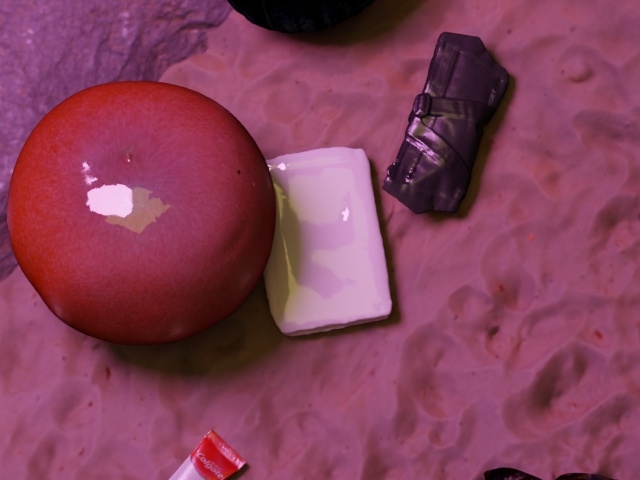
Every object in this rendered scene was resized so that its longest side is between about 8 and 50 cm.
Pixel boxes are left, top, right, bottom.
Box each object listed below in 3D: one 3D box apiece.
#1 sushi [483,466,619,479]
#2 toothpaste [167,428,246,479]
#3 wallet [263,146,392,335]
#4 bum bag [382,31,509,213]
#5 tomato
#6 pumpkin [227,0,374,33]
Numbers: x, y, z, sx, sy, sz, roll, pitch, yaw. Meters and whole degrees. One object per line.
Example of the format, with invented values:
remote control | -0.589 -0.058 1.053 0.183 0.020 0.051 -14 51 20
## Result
sushi | 0.253 0.275 1.514 0.226 0.103 0.097 8 50 7
toothpaste | -0.154 0.265 1.570 0.048 0.031 0.190 42 79 14
wallet | 0.000 0.000 1.624 0.124 0.032 0.183 -10 75 1
bum bag | 0.126 -0.114 1.636 0.087 0.049 0.197 24 75 -8
tomato | -0.169 -0.027 1.547 0.256 0.224 0.255 0 67 1
pumpkin | -0.014 -0.300 1.642 0.202 0.140 0.202 -5 63 11
